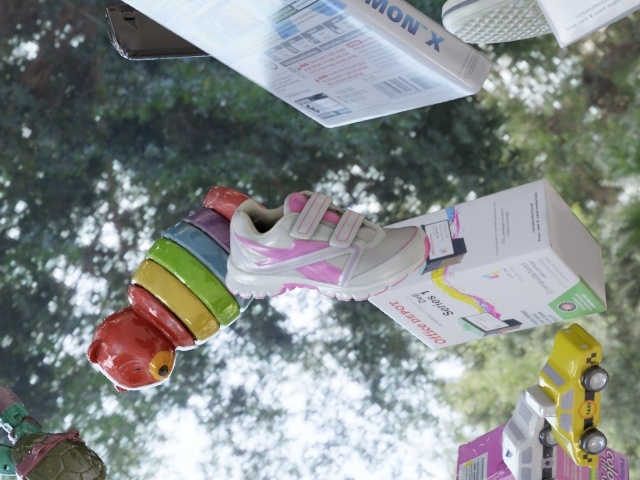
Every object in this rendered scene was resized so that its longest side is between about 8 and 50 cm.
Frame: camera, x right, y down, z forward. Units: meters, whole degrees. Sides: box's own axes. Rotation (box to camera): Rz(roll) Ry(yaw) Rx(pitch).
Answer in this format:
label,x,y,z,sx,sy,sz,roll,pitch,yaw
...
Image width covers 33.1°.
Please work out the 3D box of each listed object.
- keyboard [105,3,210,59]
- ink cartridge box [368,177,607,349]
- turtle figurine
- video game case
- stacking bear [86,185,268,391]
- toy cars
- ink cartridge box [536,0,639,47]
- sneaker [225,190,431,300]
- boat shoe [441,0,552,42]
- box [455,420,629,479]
label,x,y,z,sx,sy,sz,roll,pitch,yaw
keyboard,-0.130,-0.302,1.447,0.317,0.033,0.201,-6,-136,-18
ink cartridge box,0.229,0.042,1.507,0.201,0.278,0.117,39,-136,-45
turtle figurine,-0.257,0.229,1.010,0.234,0.118,0.175,31,-167,25
video game case,-0.046,-0.202,0.965,0.300,0.036,0.329,30,171,-19
stacking bear,-0.185,0.079,1.443,0.164,0.175,0.289,32,-110,32
toy cars,0.319,0.268,1.546,0.087,0.394,0.176,-6,-121,-9
ink cartridge box,0.212,-0.290,0.905,0.160,0.092,0.219,-31,-88,-54
sneaker,0.000,0.000,1.246,0.103,0.252,0.111,-69,-28,-60
boat shoe,0.355,-0.384,1.223,0.187,0.500,0.156,10,-127,-65
box,0.411,0.444,2.003,0.243,0.213,0.117,26,-130,-21
